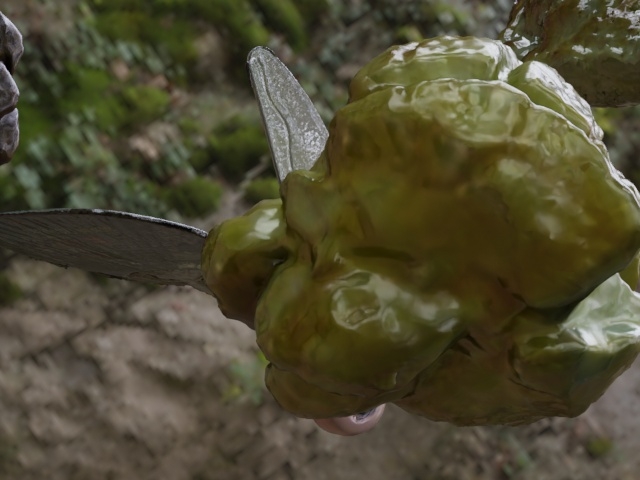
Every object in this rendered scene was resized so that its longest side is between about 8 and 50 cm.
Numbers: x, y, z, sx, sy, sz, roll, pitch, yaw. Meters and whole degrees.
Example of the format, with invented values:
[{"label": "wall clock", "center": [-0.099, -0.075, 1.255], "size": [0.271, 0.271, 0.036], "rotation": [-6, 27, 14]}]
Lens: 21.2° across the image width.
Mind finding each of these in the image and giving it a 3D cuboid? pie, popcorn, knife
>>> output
[{"label": "pie", "center": [0.366, -0.273, 1.891], "size": [0.395, 0.418, 0.180], "rotation": [-12, -58, 33]}, {"label": "popcorn", "center": [0.074, 0.011, 1.054], "size": [0.276, 0.276, 0.225], "rotation": [60, 6, -16]}, {"label": "knife", "center": [0.002, 0.000, 1.422], "size": [0.043, 0.081, 0.336], "rotation": [5, -71, 54]}]

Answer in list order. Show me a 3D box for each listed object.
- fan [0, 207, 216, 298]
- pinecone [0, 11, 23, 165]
[{"label": "fan", "center": [-0.160, 0.017, 1.379], "size": [0.294, 0.223, 0.012], "rotation": [69, 28, -73]}, {"label": "pinecone", "center": [-0.389, -0.124, 1.515], "size": [0.244, 0.244, 0.309], "rotation": [57, -32, -6]}]
